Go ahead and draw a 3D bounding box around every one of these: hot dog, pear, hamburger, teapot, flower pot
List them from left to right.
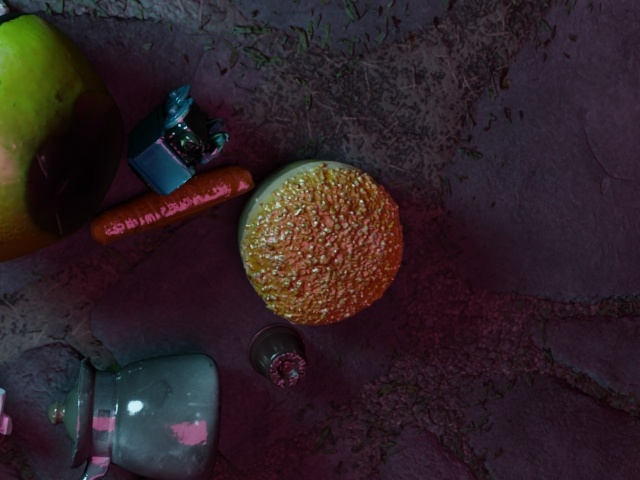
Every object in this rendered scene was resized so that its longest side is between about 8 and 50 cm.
[{"bbox_3d":[-0.419,-0.121,1.630,0.165,0.399,0.399,21,102,19],"label":"pear"},{"bbox_3d":[-0.326,0.334,1.932,0.285,0.223,0.305,6,105,-12],"label":"teapot"},{"bbox_3d":[-0.250,-0.064,1.902,0.288,0.083,0.068,-19,93,-12],"label":"hot dog"},{"bbox_3d":[-0.068,0.214,2.040,0.111,0.089,0.111,-5,108,-17],"label":"flower pot"},{"bbox_3d":[0.000,0.000,1.941,0.301,0.170,0.302,-9,115,-19],"label":"hamburger"}]

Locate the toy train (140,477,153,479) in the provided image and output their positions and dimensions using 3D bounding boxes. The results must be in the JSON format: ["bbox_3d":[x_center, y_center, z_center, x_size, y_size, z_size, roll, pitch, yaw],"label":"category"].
[{"bbox_3d":[-0.255,0.533,2.053,0.177,0.134,0.261,-47,114,0],"label":"toy train"}]

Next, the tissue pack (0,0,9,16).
[{"bbox_3d":[-0.626,-0.213,1.660,0.266,0.194,0.357,11,104,-25],"label":"tissue pack"}]

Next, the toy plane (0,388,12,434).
[{"bbox_3d":[-0.638,0.280,1.852,0.266,0.123,0.267,0,105,0],"label":"toy plane"}]

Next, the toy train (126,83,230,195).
[{"bbox_3d":[-0.233,-0.160,1.814,0.154,0.198,0.107,-38,114,10],"label":"toy train"}]
